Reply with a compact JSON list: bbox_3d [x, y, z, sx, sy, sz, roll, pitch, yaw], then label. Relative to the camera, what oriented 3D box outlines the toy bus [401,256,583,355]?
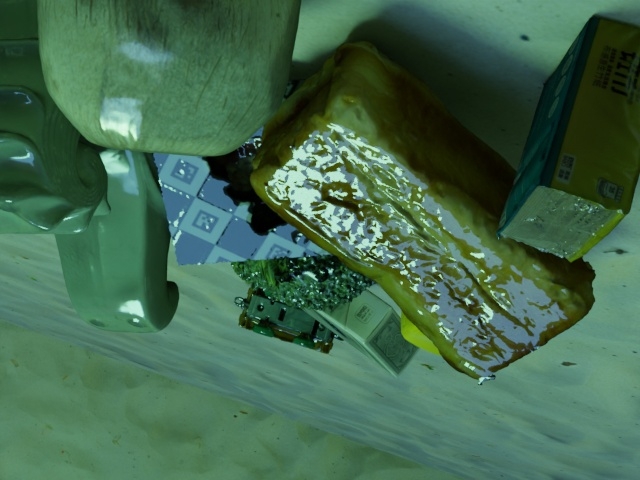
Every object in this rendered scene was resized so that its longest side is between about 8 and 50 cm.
[{"bbox_3d":[0.200,0.064,1.055,0.144,0.152,0.330,20,158,-9],"label":"toy bus"}]

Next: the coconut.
[{"bbox_3d":[-0.121,-0.180,0.648,0.224,0.224,0.224,15,159,6],"label":"coconut"}]

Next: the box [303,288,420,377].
[{"bbox_3d":[0.021,0.095,1.251,0.256,0.069,0.164,33,170,34],"label":"box"}]

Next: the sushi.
[{"bbox_3d":[-0.062,-0.081,0.895,0.231,0.047,0.219,-4,124,3],"label":"sushi"}]

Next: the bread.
[{"bbox_3d":[0.099,-0.028,0.788,0.344,0.149,0.195,42,128,-11],"label":"bread"}]

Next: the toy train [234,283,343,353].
[{"bbox_3d":[-0.058,0.155,1.562,0.228,0.091,0.136,16,169,2],"label":"toy train"}]

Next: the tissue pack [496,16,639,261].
[{"bbox_3d":[0.218,-0.080,0.664,0.082,0.169,0.120,21,159,4],"label":"tissue pack"}]

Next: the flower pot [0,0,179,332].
[{"bbox_3d":[-0.258,-0.072,0.897,0.165,0.254,0.367,-2,150,21],"label":"flower pot"}]

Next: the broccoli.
[{"bbox_3d":[0.002,0.002,1.036,0.176,0.198,0.226,46,133,18],"label":"broccoli"}]
